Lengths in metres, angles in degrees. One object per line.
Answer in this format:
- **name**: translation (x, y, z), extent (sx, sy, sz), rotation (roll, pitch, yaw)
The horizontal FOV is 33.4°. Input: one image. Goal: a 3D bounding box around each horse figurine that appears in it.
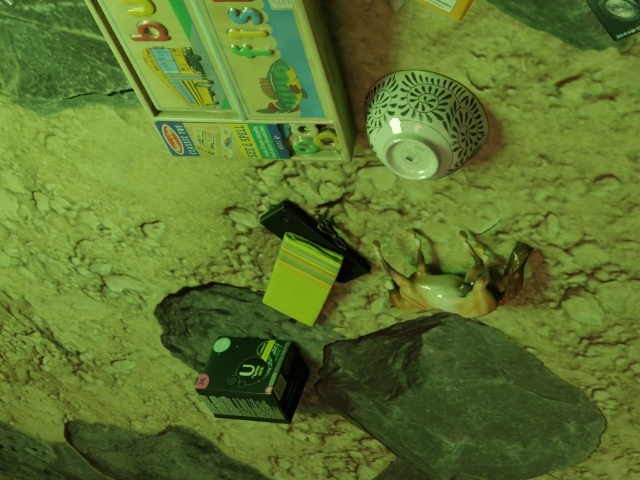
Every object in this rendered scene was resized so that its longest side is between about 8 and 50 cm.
- **horse figurine**: translation (0.194, 0.059, 1.599), extent (0.263, 0.066, 0.175), rotation (1, 132, 29)

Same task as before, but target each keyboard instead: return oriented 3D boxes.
- **keyboard**: translation (0.000, 0.000, 1.660), extent (0.180, 0.023, 0.108), rotation (37, 147, -19)

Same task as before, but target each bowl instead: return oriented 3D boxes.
- **bowl**: translation (0.128, -0.131, 1.389), extent (0.170, 0.080, 0.170), rotation (13, 142, 11)

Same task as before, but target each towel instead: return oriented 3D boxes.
- **towel**: translation (-0.032, 0.066, 1.741), extent (0.102, 0.021, 0.237), rotation (28, 149, 3)

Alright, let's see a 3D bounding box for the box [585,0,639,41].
- **box**: translation (0.345, -0.262, 1.172), extent (0.083, 0.018, 0.067), rotation (-18, 127, 41)

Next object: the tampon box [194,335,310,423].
- **tampon box**: translation (-0.123, 0.254, 1.945), extent (0.160, 0.120, 0.101), rotation (0, 138, 26)

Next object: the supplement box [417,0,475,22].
- **supplement box**: translation (0.074, -0.335, 1.172), extent (0.233, 0.078, 0.080), rotation (26, 141, -6)

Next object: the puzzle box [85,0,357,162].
- **puzzle box**: translation (-0.121, -0.232, 1.324), extent (0.272, 0.052, 0.409), rotation (3, 151, 15)

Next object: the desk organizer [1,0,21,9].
- **desk organizer**: translation (-0.436, -0.372, 1.401), extent (0.130, 0.050, 0.047), rotation (41, 139, -23)
